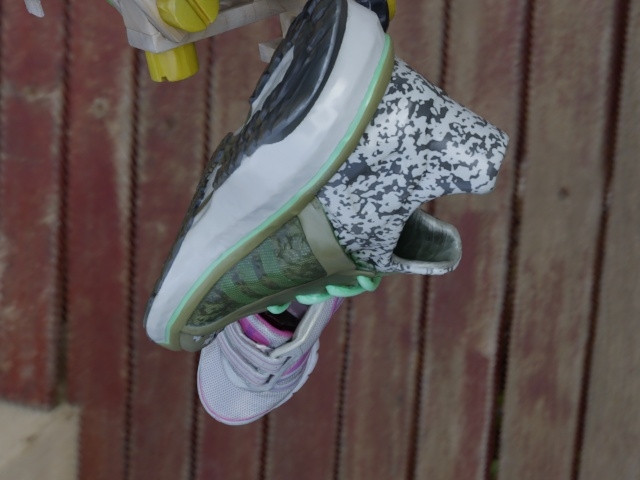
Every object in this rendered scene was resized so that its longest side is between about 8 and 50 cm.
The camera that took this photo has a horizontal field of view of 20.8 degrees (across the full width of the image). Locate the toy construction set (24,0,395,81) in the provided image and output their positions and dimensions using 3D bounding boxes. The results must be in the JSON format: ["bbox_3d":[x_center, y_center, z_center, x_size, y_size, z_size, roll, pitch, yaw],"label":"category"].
[{"bbox_3d":[-0.087,-0.181,1.207,0.309,0.257,0.237,6,125,32],"label":"toy construction set"}]

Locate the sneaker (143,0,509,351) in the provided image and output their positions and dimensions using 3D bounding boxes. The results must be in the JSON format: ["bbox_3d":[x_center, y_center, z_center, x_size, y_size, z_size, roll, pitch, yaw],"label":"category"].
[{"bbox_3d":[0.000,0.000,1.208,0.182,0.158,0.410,27,151,-7],"label":"sneaker"}]

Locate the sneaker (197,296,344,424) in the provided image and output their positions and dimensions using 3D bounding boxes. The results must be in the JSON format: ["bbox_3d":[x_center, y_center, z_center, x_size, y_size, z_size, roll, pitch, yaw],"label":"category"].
[{"bbox_3d":[-0.047,0.068,1.491,0.103,0.111,0.252,36,122,11],"label":"sneaker"}]
